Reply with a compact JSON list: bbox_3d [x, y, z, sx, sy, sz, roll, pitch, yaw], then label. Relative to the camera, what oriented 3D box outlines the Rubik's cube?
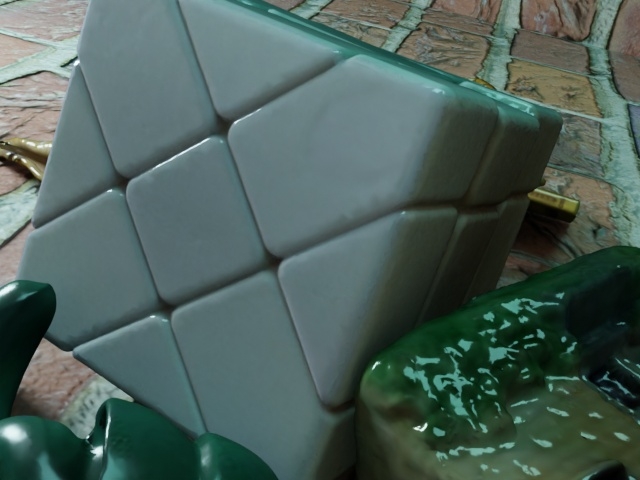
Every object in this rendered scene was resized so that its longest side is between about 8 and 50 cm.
[{"bbox_3d":[-0.020,-0.024,0.743,0.321,0.319,0.316,26,16,23],"label":"Rubik's cube"}]

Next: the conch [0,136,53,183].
[{"bbox_3d":[-0.302,-0.096,1.091,0.330,0.109,0.093,5,-20,33],"label":"conch"}]

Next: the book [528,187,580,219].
[{"bbox_3d":[0.184,-0.100,1.239,0.388,0.032,0.269,20,4,15],"label":"book"}]

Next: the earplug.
[{"bbox_3d":[-0.146,0.165,0.571,0.280,0.164,0.257,15,19,-9],"label":"earplug"}]

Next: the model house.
[{"bbox_3d":[0.220,0.187,0.578,0.312,0.245,0.280,-17,34,-29],"label":"model house"}]

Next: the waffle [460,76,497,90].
[{"bbox_3d":[0.204,-0.239,1.561,0.307,0.091,0.213,0,30,-19],"label":"waffle"}]

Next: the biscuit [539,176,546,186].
[{"bbox_3d":[0.259,-0.124,1.367,0.219,0.033,0.220,17,9,-3],"label":"biscuit"}]
